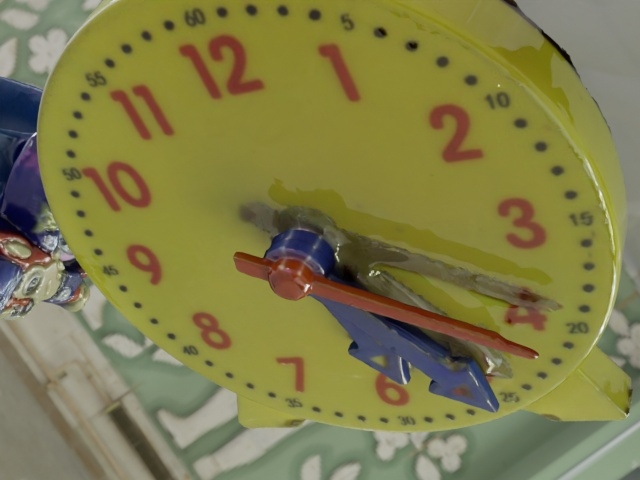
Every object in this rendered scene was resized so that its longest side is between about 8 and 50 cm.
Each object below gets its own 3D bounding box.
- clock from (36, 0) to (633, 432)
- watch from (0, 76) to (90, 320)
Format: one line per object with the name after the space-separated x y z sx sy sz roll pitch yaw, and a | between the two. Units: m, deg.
-0.002 0.002 0.470 0.293 0.277 0.071 57 37 -28 | clock
-0.253 -0.050 0.778 0.200 0.171 0.196 28 9 19 | watch
